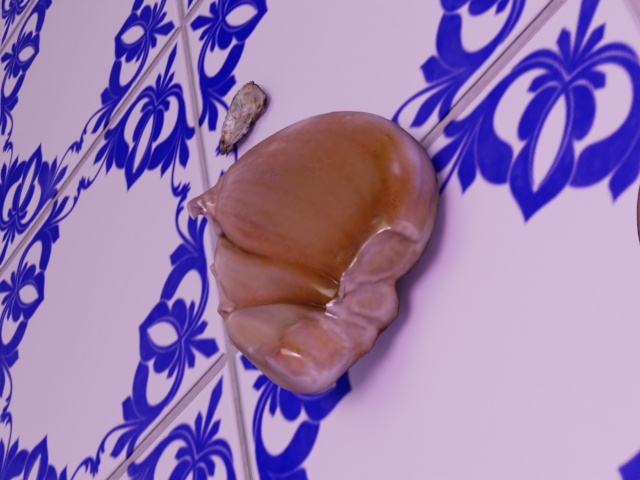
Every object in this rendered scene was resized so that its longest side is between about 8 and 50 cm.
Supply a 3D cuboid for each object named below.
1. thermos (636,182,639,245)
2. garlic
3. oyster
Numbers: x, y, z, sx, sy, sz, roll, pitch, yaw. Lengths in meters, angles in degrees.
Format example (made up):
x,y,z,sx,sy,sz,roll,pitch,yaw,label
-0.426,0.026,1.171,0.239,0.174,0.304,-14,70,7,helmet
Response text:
x,y,z,sx,sy,sz,roll,pitch,yaw,label
0.272,-0.026,0.641,0.193,0.105,0.137,-4,37,53,thermos
0.000,0.000,1.037,0.217,0.110,0.228,-55,42,0,garlic
-0.079,-0.120,1.310,0.083,0.019,0.054,-56,35,16,oyster
